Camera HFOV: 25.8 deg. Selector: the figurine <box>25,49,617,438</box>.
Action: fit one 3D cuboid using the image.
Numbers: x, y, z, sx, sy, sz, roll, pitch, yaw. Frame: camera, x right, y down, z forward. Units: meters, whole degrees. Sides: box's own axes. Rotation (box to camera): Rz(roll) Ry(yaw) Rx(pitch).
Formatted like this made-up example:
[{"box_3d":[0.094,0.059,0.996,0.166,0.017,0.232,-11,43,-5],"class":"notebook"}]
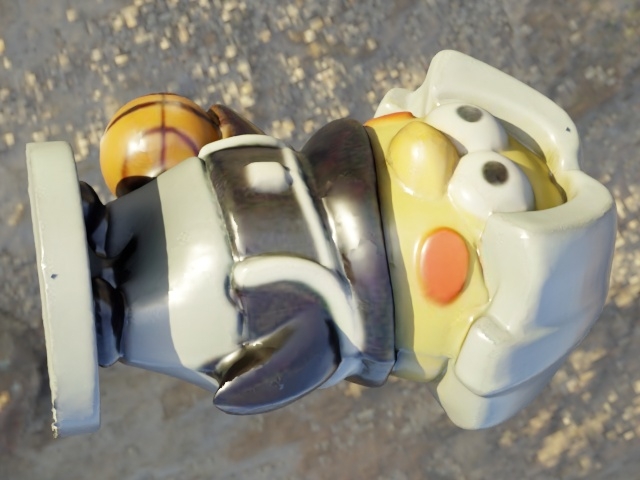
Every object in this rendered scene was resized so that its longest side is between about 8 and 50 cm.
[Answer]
[{"box_3d":[0.000,0.000,0.587,0.236,0.176,0.133,-5,139,-11],"class":"figurine"}]
